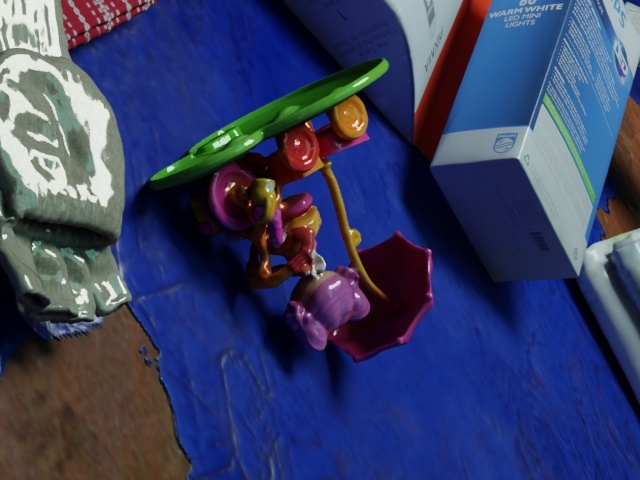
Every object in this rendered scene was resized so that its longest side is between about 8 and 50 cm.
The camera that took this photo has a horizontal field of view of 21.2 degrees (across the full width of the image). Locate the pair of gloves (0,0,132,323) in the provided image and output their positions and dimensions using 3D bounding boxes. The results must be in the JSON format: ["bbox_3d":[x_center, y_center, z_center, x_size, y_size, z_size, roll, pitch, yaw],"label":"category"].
[{"bbox_3d":[-0.186,-0.051,0.735,0.240,0.042,0.204,-7,73,-52],"label":"pair of gloves"}]

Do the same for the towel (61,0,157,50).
[{"bbox_3d":[-0.194,-0.180,0.906,0.199,0.031,0.275,56,24,-6],"label":"towel"}]

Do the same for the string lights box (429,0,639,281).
[{"bbox_3d":[0.176,-0.108,1.334,0.133,0.076,0.260,58,40,-38],"label":"string lights box"}]

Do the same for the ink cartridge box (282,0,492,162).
[{"bbox_3d":[0.108,-0.231,1.357,0.385,0.091,0.308,45,46,-25],"label":"ink cartridge box"}]

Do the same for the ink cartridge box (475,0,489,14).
[{"bbox_3d":[0.141,-0.199,1.522,0.180,0.060,0.104,36,33,-37],"label":"ink cartridge box"}]

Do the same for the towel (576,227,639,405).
[{"bbox_3d":[0.377,0.146,1.549,0.374,0.090,0.320,62,27,8],"label":"towel"}]

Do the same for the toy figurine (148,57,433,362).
[{"bbox_3d":[0.000,0.000,0.993,0.173,0.130,0.159,-35,103,-44],"label":"toy figurine"}]

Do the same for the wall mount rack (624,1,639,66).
[{"bbox_3d":[0.357,-0.147,1.706,0.350,0.130,0.304,27,29,5],"label":"wall mount rack"}]
